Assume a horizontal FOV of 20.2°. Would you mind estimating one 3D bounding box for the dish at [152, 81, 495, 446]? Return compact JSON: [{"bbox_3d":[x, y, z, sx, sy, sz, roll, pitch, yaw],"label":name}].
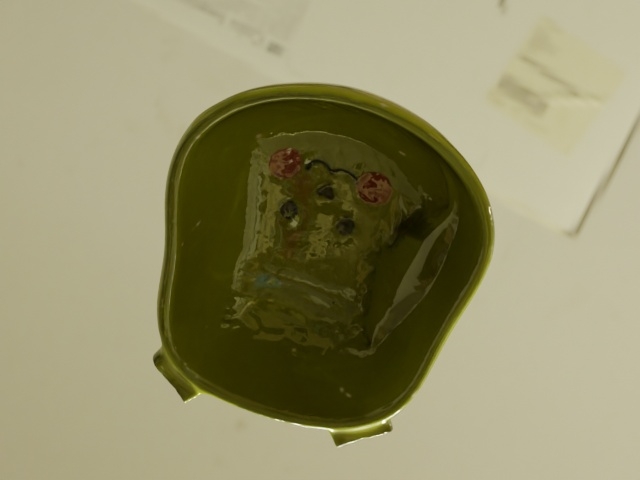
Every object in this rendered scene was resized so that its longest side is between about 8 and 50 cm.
[{"bbox_3d":[0.000,0.000,1.247,0.221,0.262,0.108,17,-153,-1],"label":"dish"}]
